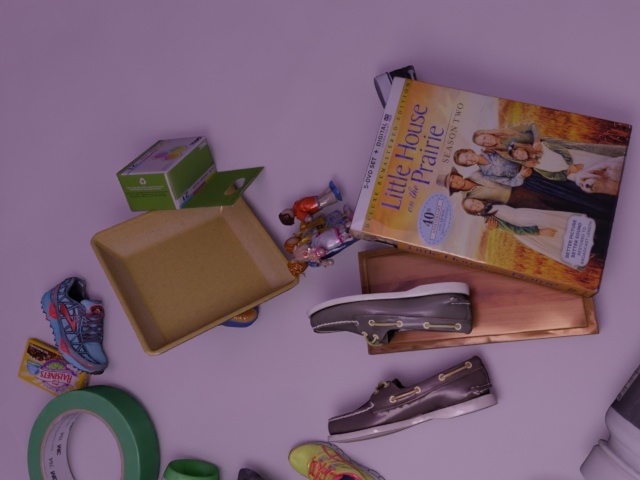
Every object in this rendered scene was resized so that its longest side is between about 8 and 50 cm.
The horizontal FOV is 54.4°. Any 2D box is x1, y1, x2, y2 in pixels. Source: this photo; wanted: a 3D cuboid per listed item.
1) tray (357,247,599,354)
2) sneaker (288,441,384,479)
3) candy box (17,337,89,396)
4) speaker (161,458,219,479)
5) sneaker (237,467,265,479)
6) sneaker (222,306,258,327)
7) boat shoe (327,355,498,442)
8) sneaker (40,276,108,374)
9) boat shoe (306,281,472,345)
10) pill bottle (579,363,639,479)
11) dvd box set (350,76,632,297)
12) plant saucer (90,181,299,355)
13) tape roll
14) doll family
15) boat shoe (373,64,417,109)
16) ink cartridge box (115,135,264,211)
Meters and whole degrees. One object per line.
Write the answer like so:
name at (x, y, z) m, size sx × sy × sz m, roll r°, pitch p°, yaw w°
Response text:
tray at (0.282, 0.094, 1.166) m, size 0.411 × 0.076 × 0.202 m, roll -10°, pitch 79°, yaw 22°
sneaker at (0.023, 0.454, 1.209) m, size 0.209 × 0.094 × 0.081 m, roll 14°, pitch 90°, yaw 25°
candy box at (-0.661, 0.324, 1.547) m, size 0.206 × 0.027 × 0.105 m, roll 16°, pitch 92°, yaw 24°
speaker at (-0.295, 0.621, 1.298) m, size 0.131 × 0.131 × 0.296 m, roll 10°, pitch 87°, yaw 23°
sneaker at (-0.164, 0.601, 1.270) m, size 0.121 × 0.111 × 0.300 m, roll 43°, pitch 113°, yaw 56°
sneaker at (-0.277, 0.145, 1.386) m, size 0.297 × 0.112 × 0.131 m, roll 16°, pitch 125°, yaw 12°
boat shoe at (0.159, 0.304, 1.167) m, size 0.324 × 0.116 × 0.096 m, roll -20°, pitch 71°, yaw 15°
sneaker at (-0.571, 0.196, 1.488) m, size 0.125 × 0.104 × 0.262 m, roll -40°, pitch 70°, yaw 10°
boat shoe at (0.121, 0.142, 1.128) m, size 0.305 × 0.109 × 0.091 m, roll -10°, pitch 74°, yaw 17°
pill bottle at (0.574, 0.262, 0.949) m, size 0.204 × 0.204 × 0.361 m, roll 34°, pitch 96°, yaw 23°
dvd box set at (0.292, -0.102, 1.086) m, size 0.421 × 0.062 × 0.307 m, roll 15°, pitch 78°, yaw 11°
plant saucer at (-0.263, 0.061, 1.308) m, size 0.333 × 0.081 × 0.332 m, roll -25°, pitch 56°, yaw -20°
tape roll at (-0.521, 0.498, 1.423) m, size 0.321 × 0.077 × 0.321 m, roll -1°, pitch 88°, yaw 21°
doll family at (0.000, 0.000, 1.245) m, size 0.163 × 0.118 × 0.263 m, roll -30°, pitch 28°, yaw 2°
boat shoe at (0.203, -0.212, 1.225) m, size 0.105 × 0.113 × 0.306 m, roll -21°, pitch 63°, yaw 5°
ink cartridge box at (-0.278, -0.152, 1.364) m, size 0.255 × 0.189 × 0.097 m, roll -2°, pitch 121°, yaw 22°
